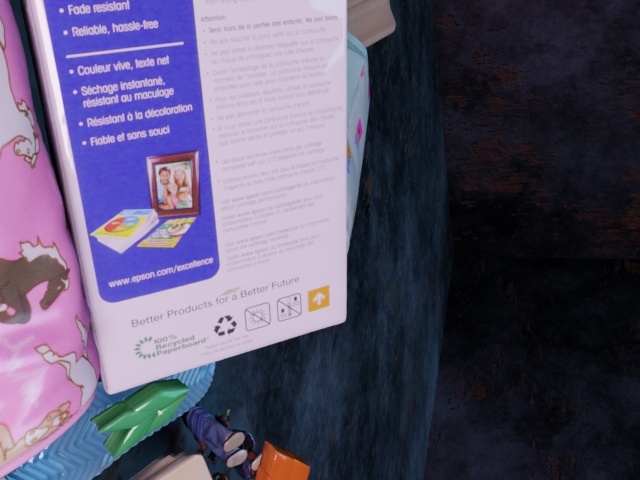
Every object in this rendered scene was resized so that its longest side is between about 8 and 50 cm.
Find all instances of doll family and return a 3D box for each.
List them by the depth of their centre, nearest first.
[{"bbox_3d":[-0.110,0.228,0.722,0.076,0.111,0.192,-12,118,-39],"label":"doll family"}]

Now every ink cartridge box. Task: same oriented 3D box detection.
[{"bbox_3d":[-0.072,-0.092,0.411,0.069,0.176,0.370,43,-40,51],"label":"ink cartridge box"}]

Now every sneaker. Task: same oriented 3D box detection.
[{"bbox_3d":[-0.186,0.118,0.508,0.229,0.092,0.087,-17,110,-52],"label":"sneaker"}]

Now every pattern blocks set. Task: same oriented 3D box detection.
[{"bbox_3d":[-0.129,0.248,0.512,0.286,0.026,0.324,-21,123,-30],"label":"pattern blocks set"}]

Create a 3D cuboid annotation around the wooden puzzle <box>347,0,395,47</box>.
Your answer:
[{"bbox_3d":[-0.014,-0.401,0.893,0.322,0.081,0.347,-40,137,-39],"label":"wooden puzzle"}]

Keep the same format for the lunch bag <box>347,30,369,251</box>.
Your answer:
[{"bbox_3d":[-0.034,-0.063,0.729,0.262,0.160,0.223,123,-15,-53],"label":"lunch bag"}]

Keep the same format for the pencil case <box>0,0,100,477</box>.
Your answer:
[{"bbox_3d":[-0.210,-0.065,0.294,0.160,0.167,0.386,36,-40,54],"label":"pencil case"}]
